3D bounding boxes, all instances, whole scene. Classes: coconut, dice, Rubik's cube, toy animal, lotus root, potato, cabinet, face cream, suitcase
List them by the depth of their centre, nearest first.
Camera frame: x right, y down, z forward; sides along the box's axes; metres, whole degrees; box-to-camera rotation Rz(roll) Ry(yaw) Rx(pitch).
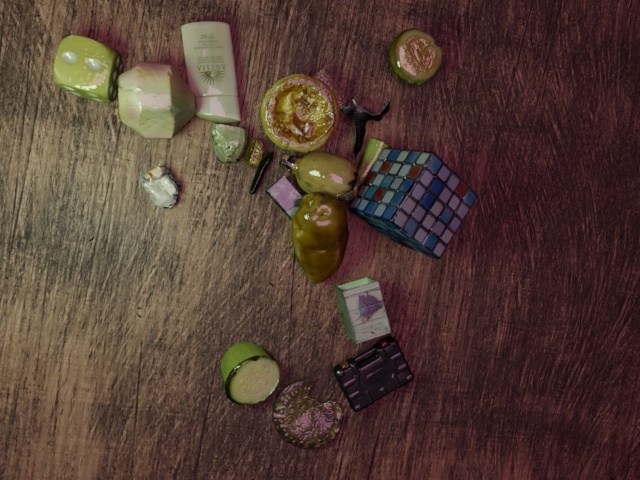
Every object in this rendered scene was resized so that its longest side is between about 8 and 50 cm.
[{"bbox_3d":[-0.766,-0.566,1.580,0.170,0.166,0.169,14,91,-13],"label":"dice"},{"bbox_3d":[-0.542,-0.469,1.600,0.259,0.259,0.259,-1,94,-12],"label":"coconut"},{"bbox_3d":[-0.390,-0.594,1.702,0.174,0.081,0.348,-7,95,-12],"label":"face cream"},{"bbox_3d":[-0.331,-0.354,1.736,0.143,0.070,0.144,-1,94,-12],"label":"lotus root"},{"bbox_3d":[0.000,0.000,1.745,0.195,0.177,0.369,-32,134,-37],"label":"potato"},{"bbox_3d":[0.334,-0.143,1.747,0.292,0.287,0.293,31,87,-32],"label":"Rubik's cube"},{"bbox_3d":[-0.003,-0.244,1.759,0.310,0.183,0.182,19,89,3],"label":"lotus root"},{"bbox_3d":[0.177,-0.483,1.800,0.160,0.272,0.197,41,45,-7],"label":"toy animal"},{"bbox_3d":[0.162,0.265,1.840,0.145,0.150,0.206,-16,96,-10],"label":"cabinet"},{"bbox_3d":[0.214,0.536,1.911,0.286,0.066,0.206,-27,99,-9],"label":"suitcase"}]

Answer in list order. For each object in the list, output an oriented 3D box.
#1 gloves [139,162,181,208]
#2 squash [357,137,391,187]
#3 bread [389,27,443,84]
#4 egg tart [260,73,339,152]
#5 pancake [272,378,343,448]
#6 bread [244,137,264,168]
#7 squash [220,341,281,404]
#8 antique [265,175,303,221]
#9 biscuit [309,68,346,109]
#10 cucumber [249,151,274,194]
[{"bbox_3d":[-0.564,-0.190,1.697,0.114,0.070,0.153,-35,106,-16],"label":"gloves"},{"bbox_3d":[0.180,-0.288,1.848,0.094,0.094,0.224,31,92,-12],"label":"squash"},{"bbox_3d":[0.365,-0.707,1.846,0.214,0.105,0.213,-2,97,-14],"label":"bread"},{"bbox_3d":[-0.076,-0.465,1.758,0.291,0.115,0.290,-1,102,-6],"label":"egg tart"},{"bbox_3d":[-0.048,0.685,1.883,0.288,0.033,0.285,0,92,-13],"label":"pancake"},{"bbox_3d":[-0.243,-0.321,1.763,0.066,0.060,0.110,17,89,3],"label":"bread"},{"bbox_3d":[-0.267,0.508,1.802,0.220,0.133,0.220,-6,106,-23],"label":"squash"},{"bbox_3d":[-0.113,-0.146,1.788,0.088,0.086,0.183,-42,101,-6],"label":"antique"},{"bbox_3d":[0.031,-0.566,1.803,0.082,0.070,0.168,-32,103,-1],"label":"biscuit"},{"bbox_3d":[-0.224,-0.255,1.785,0.036,0.033,0.184,26,87,13],"label":"cucumber"}]
